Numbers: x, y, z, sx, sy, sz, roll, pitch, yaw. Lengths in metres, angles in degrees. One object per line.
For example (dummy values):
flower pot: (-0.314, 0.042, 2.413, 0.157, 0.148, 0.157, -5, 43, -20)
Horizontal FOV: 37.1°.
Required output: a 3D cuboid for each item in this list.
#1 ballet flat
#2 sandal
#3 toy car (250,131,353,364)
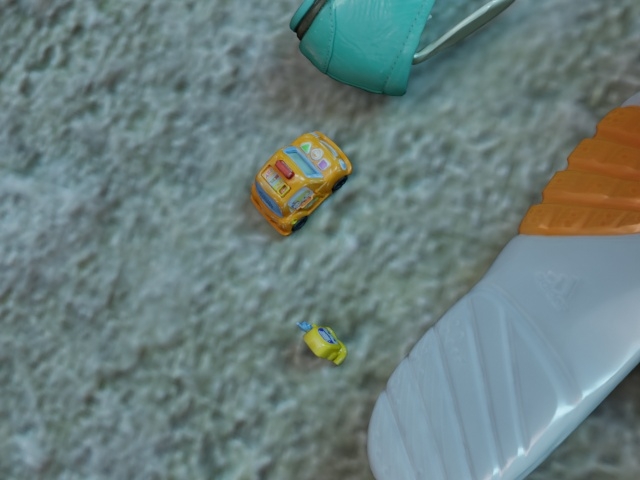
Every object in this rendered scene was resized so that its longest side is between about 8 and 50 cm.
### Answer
ballet flat: (0.088, -0.176, 0.491, 0.087, 0.083, 0.247, 37, 95, -4)
sandal: (0.130, 0.026, 0.436, 0.265, 0.076, 0.102, -43, 49, -4)
toy car: (0.000, 0.000, 0.505, 0.060, 0.040, 0.122, -28, 73, 13)
